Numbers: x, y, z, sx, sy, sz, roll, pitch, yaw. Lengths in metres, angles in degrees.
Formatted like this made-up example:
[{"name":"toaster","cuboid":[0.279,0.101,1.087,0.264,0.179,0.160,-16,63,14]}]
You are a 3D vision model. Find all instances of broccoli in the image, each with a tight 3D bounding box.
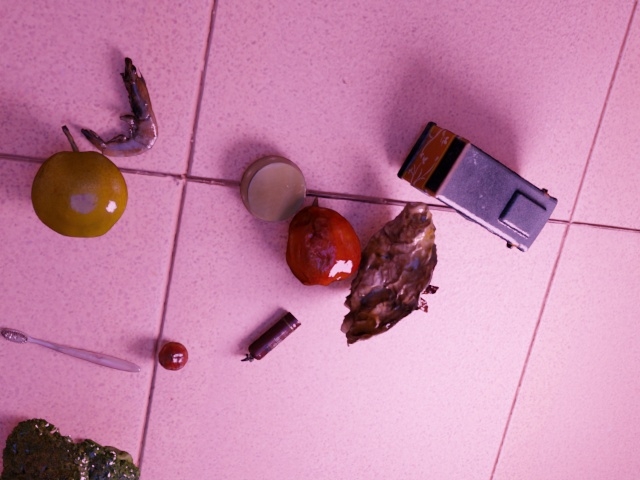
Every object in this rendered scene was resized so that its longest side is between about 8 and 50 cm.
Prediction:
[{"name":"broccoli","cuboid":[-0.522,0.558,1.745,0.310,0.321,0.414,-32,101,-16]}]

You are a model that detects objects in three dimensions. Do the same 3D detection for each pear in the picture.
[{"name":"pear","cuboid":[-0.463,-0.113,1.593,0.180,0.166,0.216,-3,90,-6]}]

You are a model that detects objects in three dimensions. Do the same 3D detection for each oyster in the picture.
[{"name":"oyster","cuboid":[0.148,0.068,1.834,0.114,0.238,0.351,22,106,-27]}]

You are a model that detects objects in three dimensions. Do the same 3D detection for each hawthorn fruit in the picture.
[{"name":"hawthorn fruit","cuboid":[0.000,0.015,1.816,0.173,0.173,0.179,-42,90,-1]},{"name":"hawthorn fruit","cuboid":[-0.320,0.255,1.807,0.066,0.103,0.067,1,87,-12]}]

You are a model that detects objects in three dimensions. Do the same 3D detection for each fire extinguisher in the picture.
[{"name":"fire extinguisher","cuboid":[-0.116,0.229,1.908,0.158,0.043,0.064,-40,160,-2]}]

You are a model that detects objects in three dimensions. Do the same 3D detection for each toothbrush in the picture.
[{"name":"toothbrush","cuboid":[-0.526,0.239,1.764,0.307,0.029,0.025,21,94,-26]}]

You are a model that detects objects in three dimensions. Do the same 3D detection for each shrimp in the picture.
[{"name":"shrimp","cuboid":[-0.402,-0.253,1.625,0.147,0.035,0.195,-15,116,-12]}]

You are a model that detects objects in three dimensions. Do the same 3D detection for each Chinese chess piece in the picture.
[{"name":"Chinese chess piece","cuboid":[-0.102,-0.111,1.776,0.144,0.058,0.144,-7,111,-20]}]

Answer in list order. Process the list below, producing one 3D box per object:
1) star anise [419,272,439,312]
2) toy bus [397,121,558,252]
[{"name":"star anise","cuboid":[0.211,0.117,1.982,0.167,0.057,0.168,-10,122,-16]},{"name":"toy bus","cuboid":[0.360,-0.117,1.870,0.323,0.194,0.162,28,97,-27]}]
